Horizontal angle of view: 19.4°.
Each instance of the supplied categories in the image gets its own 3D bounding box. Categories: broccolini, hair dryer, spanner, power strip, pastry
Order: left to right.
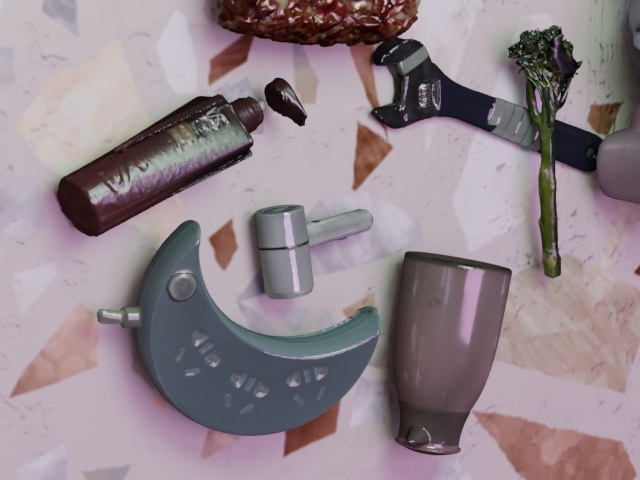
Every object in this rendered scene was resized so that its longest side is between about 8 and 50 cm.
[{"bbox_3d":[-0.078,0.087,1.672,0.253,0.054,0.167,24,97,-28],"label":"power strip"},{"bbox_3d":[0.000,0.000,1.755,0.137,0.047,0.082,-18,105,-40],"label":"hair dryer"},{"bbox_3d":[0.006,-0.224,1.693,0.209,0.115,0.097,-1,88,-36],"label":"pastry"},{"bbox_3d":[0.171,-0.120,1.876,0.316,0.024,0.087,18,85,-36],"label":"spanner"},{"bbox_3d":[0.226,-0.091,1.893,0.057,0.071,0.254,-54,145,-70],"label":"broccolini"}]

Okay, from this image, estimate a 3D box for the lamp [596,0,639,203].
[{"bbox_3d":[0.419,-0.173,1.910,0.247,0.247,0.301,6,95,-40],"label":"lamp"}]

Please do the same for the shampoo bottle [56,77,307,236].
[{"bbox_3d":[-0.118,-0.079,1.648,0.236,0.067,0.068,-33,103,-28],"label":"shampoo bottle"}]

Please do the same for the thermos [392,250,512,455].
[{"bbox_3d":[0.126,0.113,1.824,0.137,0.105,0.193,-1,100,-66],"label":"thermos"}]
